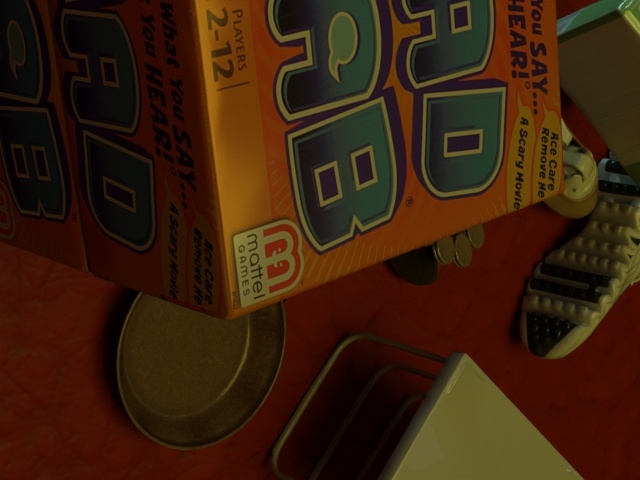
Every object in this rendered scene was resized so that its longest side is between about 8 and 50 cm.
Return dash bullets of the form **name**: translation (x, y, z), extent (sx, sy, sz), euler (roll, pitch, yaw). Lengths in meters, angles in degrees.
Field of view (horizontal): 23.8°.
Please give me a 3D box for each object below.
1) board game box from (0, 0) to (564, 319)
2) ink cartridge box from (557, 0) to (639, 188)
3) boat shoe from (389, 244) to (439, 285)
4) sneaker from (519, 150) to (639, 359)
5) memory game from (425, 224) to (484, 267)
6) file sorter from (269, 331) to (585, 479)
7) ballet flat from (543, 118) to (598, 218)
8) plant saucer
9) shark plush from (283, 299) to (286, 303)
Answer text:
- **board game box**: translation (-0.061, -0.187, 1.214), extent (0.356, 0.356, 0.356), euler (-19, 112, -37)
- **ink cartridge box**: translation (0.357, -0.156, 1.661), extent (0.235, 0.171, 0.056), euler (48, 65, -12)
- **boat shoe**: translation (0.090, -0.019, 1.590), extent (0.049, 0.056, 0.152), euler (-75, 149, -47)
- **sneaker**: translation (0.340, 0.029, 1.793), extent (0.292, 0.110, 0.118), euler (-55, 138, -17)
- **memory game**: translation (0.129, -0.063, 1.597), extent (0.186, 0.012, 0.186), euler (20, 66, -52)
- **file sorter**: translation (0.112, 0.250, 1.594), extent (0.278, 0.173, 0.193), euler (46, 69, -38)
- **ballet flat**: translation (0.260, -0.097, 1.692), extent (0.232, 0.073, 0.080), euler (41, 70, -34)
- **plant saucer**: translation (-0.119, 0.099, 1.447), extent (0.198, 0.036, 0.198), euler (-12, 109, -39)
- **shark plush**: translation (0.000, 0.000, 1.518), extent (0.067, 0.073, 0.161), euler (42, 63, -72)
